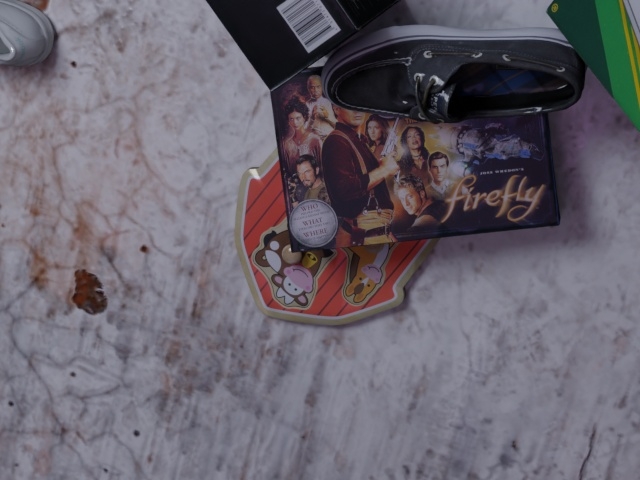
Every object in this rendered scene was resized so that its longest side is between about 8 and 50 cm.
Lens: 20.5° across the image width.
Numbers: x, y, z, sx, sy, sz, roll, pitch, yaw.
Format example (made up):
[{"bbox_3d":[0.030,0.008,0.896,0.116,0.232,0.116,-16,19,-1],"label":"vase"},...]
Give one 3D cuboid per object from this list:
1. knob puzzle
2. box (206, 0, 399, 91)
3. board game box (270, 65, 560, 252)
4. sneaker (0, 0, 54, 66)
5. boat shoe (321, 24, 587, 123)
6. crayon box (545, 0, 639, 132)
[{"bbox_3d":[0.000,0.000,1.656,0.213,0.030,0.213,4,107,13],"label":"knob puzzle"},{"bbox_3d":[-0.058,-0.274,1.511,0.103,0.184,0.261,-33,95,23],"label":"box"},{"bbox_3d":[0.084,-0.084,1.584,0.243,0.042,0.165,-6,99,9],"label":"board game box"},{"bbox_3d":[-0.362,-0.208,1.654,0.212,0.094,0.080,13,109,11],"label":"sneaker"},{"bbox_3d":[0.113,-0.131,1.501,0.228,0.076,0.080,-1,127,4],"label":"boat shoe"},{"bbox_3d":[0.377,-0.210,1.346,0.363,0.106,0.313,-54,44,27],"label":"crayon box"}]
